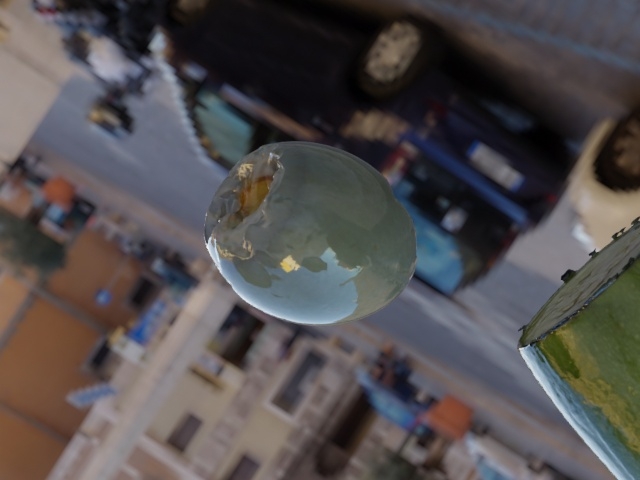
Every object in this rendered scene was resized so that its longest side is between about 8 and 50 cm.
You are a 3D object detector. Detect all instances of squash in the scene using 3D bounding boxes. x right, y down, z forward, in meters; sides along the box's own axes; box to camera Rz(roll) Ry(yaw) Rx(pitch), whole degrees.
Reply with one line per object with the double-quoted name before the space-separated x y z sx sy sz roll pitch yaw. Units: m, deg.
"squash" 0.310 0.127 1.551 0.260 0.189 0.189 48 174 -2

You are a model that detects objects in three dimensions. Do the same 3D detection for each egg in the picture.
"egg" 0.000 0.000 1.814 0.217 0.183 0.183 32 176 -29
